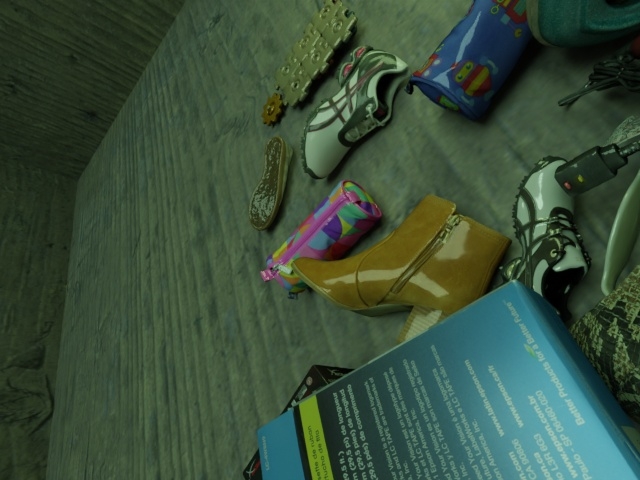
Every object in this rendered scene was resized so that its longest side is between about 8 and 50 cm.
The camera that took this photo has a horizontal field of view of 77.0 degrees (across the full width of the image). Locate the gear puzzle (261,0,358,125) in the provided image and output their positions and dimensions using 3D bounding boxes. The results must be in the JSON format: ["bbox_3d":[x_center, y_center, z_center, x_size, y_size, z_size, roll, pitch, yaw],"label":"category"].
[{"bbox_3d":[-0.037,-0.407,0.973,0.339,0.044,0.175,-47,48,26],"label":"gear puzzle"}]

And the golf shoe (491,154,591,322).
[{"bbox_3d":[0.267,0.001,0.453,0.094,0.077,0.197,-164,84,-72],"label":"golf shoe"}]

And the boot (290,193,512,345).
[{"bbox_3d":[0.106,0.022,0.605,0.295,0.104,0.211,28,89,36],"label":"boot"}]

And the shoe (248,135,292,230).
[{"bbox_3d":[-0.107,-0.126,0.923,0.077,0.058,0.218,11,86,27],"label":"shoe"}]

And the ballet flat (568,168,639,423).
[{"bbox_3d":[0.379,-0.064,0.338,0.482,0.164,0.182,-60,23,12],"label":"ballet flat"}]

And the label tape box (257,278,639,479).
[{"bbox_3d":[0.105,0.236,0.366,0.348,0.115,0.248,-40,46,26],"label":"label tape box"}]

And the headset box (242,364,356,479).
[{"bbox_3d":[0.045,0.347,0.529,0.217,0.110,0.293,-58,43,9],"label":"headset box"}]

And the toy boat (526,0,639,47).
[{"bbox_3d":[0.381,-0.331,0.391,0.319,0.267,0.147,-14,56,7],"label":"toy boat"}]

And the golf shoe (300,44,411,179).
[{"bbox_3d":[0.058,-0.233,0.759,0.120,0.105,0.272,35,101,40],"label":"golf shoe"}]

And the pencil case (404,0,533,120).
[{"bbox_3d":[0.257,-0.322,0.576,0.306,0.120,0.133,-56,5,14],"label":"pencil case"}]

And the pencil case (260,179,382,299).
[{"bbox_3d":[0.000,0.000,0.725,0.236,0.105,0.104,-46,47,22],"label":"pencil case"}]

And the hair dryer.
[{"bbox_3d":[0.323,-0.192,0.359,0.293,0.080,0.223,-49,15,56],"label":"hair dryer"}]
